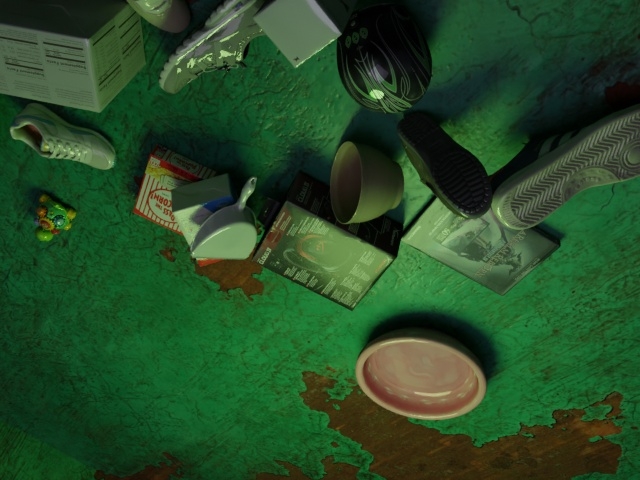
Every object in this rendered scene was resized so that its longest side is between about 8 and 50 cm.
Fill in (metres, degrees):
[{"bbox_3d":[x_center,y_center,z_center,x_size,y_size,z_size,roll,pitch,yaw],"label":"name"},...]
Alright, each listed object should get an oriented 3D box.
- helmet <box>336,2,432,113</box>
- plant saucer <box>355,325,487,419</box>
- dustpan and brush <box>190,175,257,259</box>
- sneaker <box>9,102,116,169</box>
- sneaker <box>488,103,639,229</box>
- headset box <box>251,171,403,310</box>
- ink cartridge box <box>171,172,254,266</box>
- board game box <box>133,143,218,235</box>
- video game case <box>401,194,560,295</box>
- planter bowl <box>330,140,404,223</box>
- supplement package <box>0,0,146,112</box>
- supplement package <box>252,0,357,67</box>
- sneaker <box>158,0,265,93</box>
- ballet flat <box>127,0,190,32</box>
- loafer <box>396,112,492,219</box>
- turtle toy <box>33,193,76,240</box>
[{"bbox_3d":[0.109,-0.297,1.121,0.169,0.169,0.162,-20,82,31],"label":"helmet"},{"bbox_3d":[0.258,0.332,1.704,0.332,0.084,0.332,8,133,9],"label":"plant saucer"},{"bbox_3d":[-0.177,-0.047,1.394,0.147,0.060,0.211,3,141,-37],"label":"dustpan and brush"},{"bbox_3d":[-0.562,-0.211,1.460,0.228,0.092,0.087,25,132,-8],"label":"sneaker"},{"bbox_3d":[0.451,-0.155,1.188,0.350,0.148,0.131,-25,115,6],"label":"sneaker"},{"bbox_3d":[0.000,0.000,1.463,0.293,0.110,0.218,26,134,-7],"label":"headset box"},{"bbox_3d":[-0.232,-0.028,1.486,0.134,0.078,0.231,-16,137,0],"label":"ink cartridge box"},{"bbox_3d":[-0.333,-0.109,1.512,0.146,0.045,0.193,25,133,-7],"label":"board game box"},{"bbox_3d":[0.336,-0.001,1.418,0.274,0.026,0.196,29,133,-8],"label":"video game case"},{"bbox_3d":[0.098,-0.112,1.316,0.109,0.162,0.162,1,138,-21],"label":"planter bowl"},{"bbox_3d":[-0.487,-0.365,1.218,0.261,0.204,0.145,12,132,6],"label":"supplement package"},{"bbox_3d":[-0.016,-0.382,1.072,0.105,0.179,0.105,-26,120,34],"label":"supplement package"},{"bbox_3d":[-0.191,-0.342,1.215,0.281,0.105,0.115,-30,117,36],"label":"sneaker"},{"bbox_3d":[-0.327,-0.461,1.156,0.086,0.086,0.248,-28,119,35],"label":"ballet flat"},{"bbox_3d":[0.230,-0.131,1.223,0.094,0.251,0.087,-28,149,-2],"label":"loafer"},{"bbox_3d":[-0.675,-0.049,1.660,0.095,0.066,0.130,31,133,-11],"label":"turtle toy"}]
